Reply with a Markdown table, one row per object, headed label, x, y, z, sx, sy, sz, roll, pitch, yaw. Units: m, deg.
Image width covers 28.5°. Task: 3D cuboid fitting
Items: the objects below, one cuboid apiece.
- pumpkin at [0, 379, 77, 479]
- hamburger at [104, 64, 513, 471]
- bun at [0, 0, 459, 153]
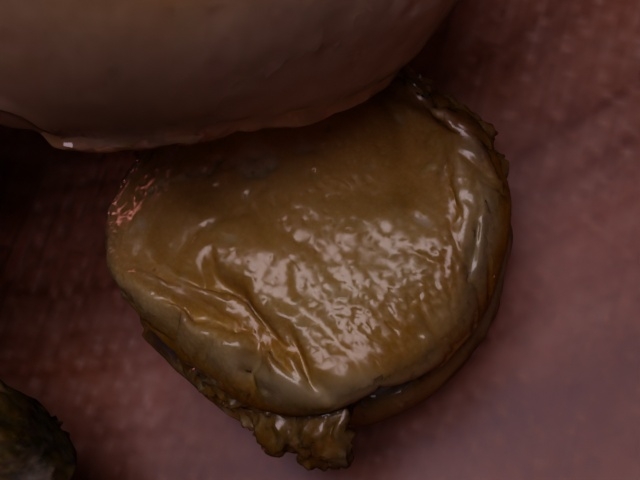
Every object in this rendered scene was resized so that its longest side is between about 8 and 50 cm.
| label | x | y | z | sx | sy | sz | roll | pitch | yaw |
| --- | --- | --- | --- | --- | --- | --- | --- | --- | --- |
| pumpkin | -0.199 | 0.065 | 0.437 | 0.221 | 0.139 | 0.317 | -5 | 76 | 7 |
| hamburger | 0.000 | 0.000 | 0.461 | 0.138 | 0.083 | 0.147 | 33 | 80 | 23 |
| bun | -0.080 | -0.166 | 0.415 | 0.298 | 0.165 | 0.299 | 6 | 38 | -5 |
